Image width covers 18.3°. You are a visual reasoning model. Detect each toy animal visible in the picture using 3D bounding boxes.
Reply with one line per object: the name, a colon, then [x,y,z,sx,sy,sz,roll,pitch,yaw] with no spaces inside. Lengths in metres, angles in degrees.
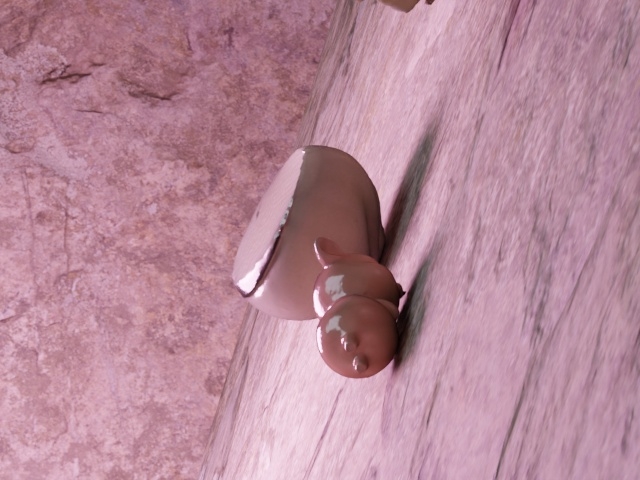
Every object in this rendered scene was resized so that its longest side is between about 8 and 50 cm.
toy animal: [0.027,0.060,1.626,0.150,0.089,0.083,-103,35,-63]

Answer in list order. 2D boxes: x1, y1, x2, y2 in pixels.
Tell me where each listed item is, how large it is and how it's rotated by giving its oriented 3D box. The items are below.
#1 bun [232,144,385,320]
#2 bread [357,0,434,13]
bun: [0.000,0.000,1.891,0.173,0.120,0.173,-61,12,22]
bread: [0.103,-0.331,1.605,0.192,0.171,0.314,-36,18,50]
